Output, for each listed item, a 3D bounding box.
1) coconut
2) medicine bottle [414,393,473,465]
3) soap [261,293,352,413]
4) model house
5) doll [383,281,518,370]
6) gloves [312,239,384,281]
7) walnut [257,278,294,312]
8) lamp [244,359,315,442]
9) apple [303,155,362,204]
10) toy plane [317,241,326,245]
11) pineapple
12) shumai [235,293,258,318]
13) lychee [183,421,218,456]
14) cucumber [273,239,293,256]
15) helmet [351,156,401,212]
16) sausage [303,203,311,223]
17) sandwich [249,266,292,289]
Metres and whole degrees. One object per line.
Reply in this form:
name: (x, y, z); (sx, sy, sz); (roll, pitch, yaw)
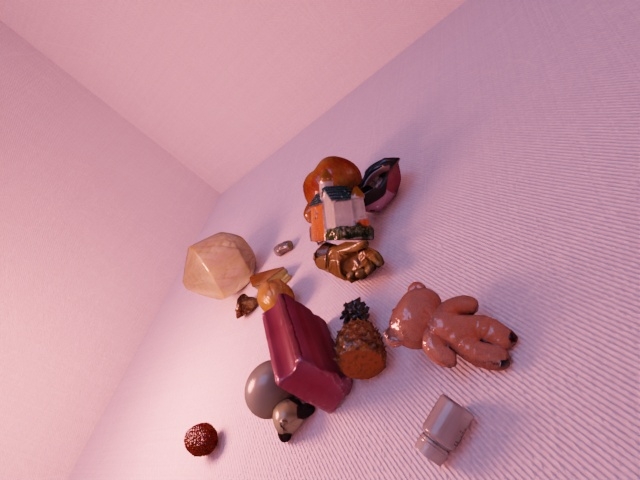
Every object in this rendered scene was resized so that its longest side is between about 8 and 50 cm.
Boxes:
coconut: (-0.578, 0.147, 2.247); (0.415, 0.345, 0.415); (-28, 8, 4)
medicine bottle: (0.268, 0.414, 0.878); (0.130, 0.080, 0.080); (-54, 27, -8)
soap: (-0.048, 0.345, 1.288); (0.128, 0.233, 0.360); (-48, 27, 8)
model house: (0.073, -0.137, 1.601); (0.271, 0.190, 0.301); (177, 84, -66)
doll: (0.322, 0.235, 1.005); (0.303, 0.156, 0.201); (20, 61, 32)
gloves: (0.114, 0.077, 1.483); (0.331, 0.141, 0.154); (7, 72, 50)
walnut: (-0.193, 0.245, 1.727); (0.159, 0.159, 0.206); (-52, 27, -4)
lamp: (-0.140, 0.506, 1.305); (0.198, 0.197, 0.244); (-49, 49, 3)
apple: (0.044, -0.248, 1.823); (0.277, 0.250, 0.309); (-33, -25, -31)
toy plane: (0.000, 0.000, 1.888); (0.049, 0.031, 0.121); (-37, 25, 6)
pineapple: (0.118, 0.275, 1.223); (0.157, 0.157, 0.279); (-38, 25, 23)
shumai: (-0.372, 0.330, 1.982); (0.105, 0.139, 0.123); (14, 95, 28)
lychee: (-0.446, 0.749, 1.510); (0.129, 0.123, 0.123); (-10, 47, 54)
cucumber: (-0.192, 0.039, 2.098); (0.111, 0.064, 0.064); (-29, 33, 33)
helmet: (0.243, -0.215, 1.659); (0.253, 0.154, 0.198); (-37, 22, -11)
sausage: (0.004, -0.208, 2.072); (0.271, 0.109, 0.108); (-56, 27, -12)
sandwich: (-0.253, 0.202, 1.946); (0.257, 0.094, 0.096); (-20, 38, 43)
